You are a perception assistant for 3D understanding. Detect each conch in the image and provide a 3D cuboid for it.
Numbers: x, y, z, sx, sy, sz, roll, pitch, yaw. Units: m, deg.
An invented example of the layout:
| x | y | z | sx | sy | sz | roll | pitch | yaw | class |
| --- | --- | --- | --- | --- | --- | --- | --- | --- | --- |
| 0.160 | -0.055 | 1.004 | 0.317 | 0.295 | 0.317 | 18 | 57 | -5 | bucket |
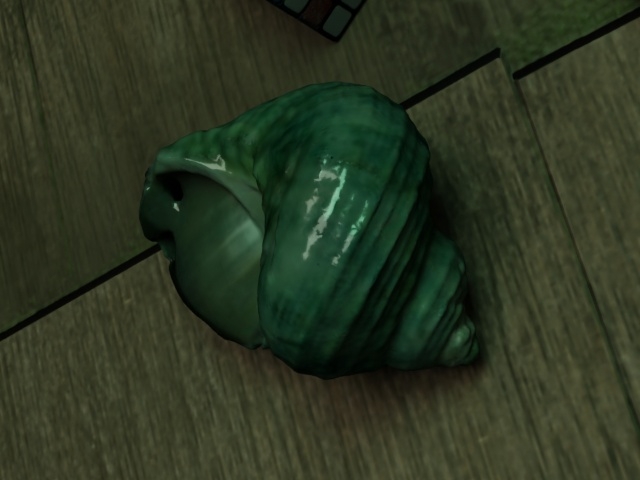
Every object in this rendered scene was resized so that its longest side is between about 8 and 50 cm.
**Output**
| x | y | z | sx | sy | sz | roll | pitch | yaw | class |
| --- | --- | --- | --- | --- | --- | --- | --- | --- | --- |
| 0.003 | 0.002 | 0.964 | 0.202 | 0.134 | 0.196 | 57 | 150 | 26 | conch |

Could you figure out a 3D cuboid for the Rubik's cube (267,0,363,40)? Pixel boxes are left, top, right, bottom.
| x | y | z | sx | sy | sz | roll | pitch | yaw | class |
| --- | --- | --- | --- | --- | --- | --- | --- | --- | --- |
| -0.017 | -0.197 | 1.056 | 0.092 | 0.092 | 0.092 | 39 | 99 | 36 | Rubik's cube |
